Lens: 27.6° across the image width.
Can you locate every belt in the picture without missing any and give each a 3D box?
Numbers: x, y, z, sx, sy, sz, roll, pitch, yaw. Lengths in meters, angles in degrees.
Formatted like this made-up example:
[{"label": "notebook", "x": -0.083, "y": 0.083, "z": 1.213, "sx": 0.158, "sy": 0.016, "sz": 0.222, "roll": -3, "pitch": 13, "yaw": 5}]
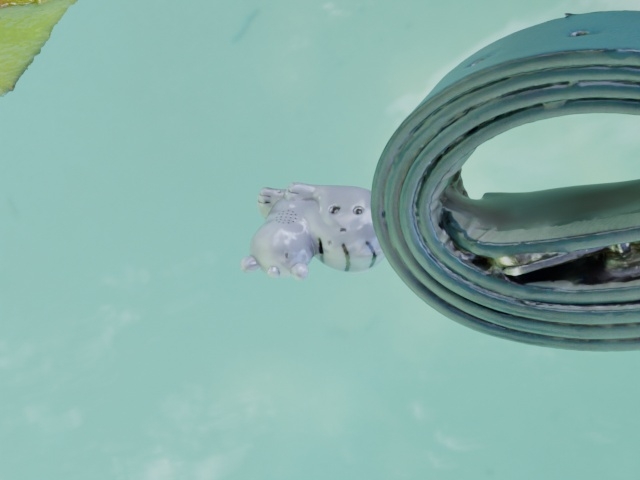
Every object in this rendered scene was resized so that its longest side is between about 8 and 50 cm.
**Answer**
[{"label": "belt", "x": 0.268, "y": -0.056, "z": 1.236, "sx": 0.173, "sy": 0.437, "sz": 0.300, "roll": -57, "pitch": 138, "yaw": -59}]

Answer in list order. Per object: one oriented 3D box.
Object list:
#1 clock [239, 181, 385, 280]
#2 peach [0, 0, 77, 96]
[{"label": "clock", "x": 0.000, "y": 0.000, "z": 1.532, "sx": 0.080, "sy": 0.176, "sz": 0.117, "roll": 78, "pitch": 21, "yaw": -51}, {"label": "peach", "x": -0.475, "y": -0.328, "z": 1.609, "sx": 0.243, "sy": 0.380, "sz": 0.306, "roll": -8, "pitch": 78, "yaw": -32}]
